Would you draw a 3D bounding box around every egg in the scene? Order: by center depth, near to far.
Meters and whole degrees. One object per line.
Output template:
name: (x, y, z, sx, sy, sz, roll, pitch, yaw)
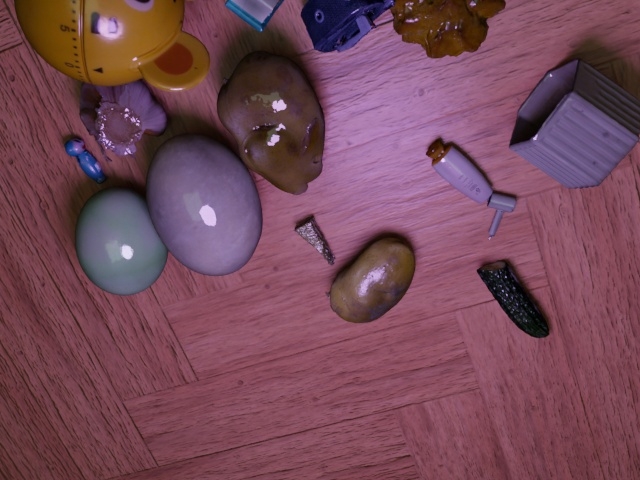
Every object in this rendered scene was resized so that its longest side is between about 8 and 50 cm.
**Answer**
egg: (-0.270, -0.081, 1.673, 0.258, 0.258, 0.352, -8, 117, 9)
egg: (-0.485, 0.002, 1.751, 0.220, 0.220, 0.269, 0, 105, 6)

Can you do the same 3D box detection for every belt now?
belt: (0.049, -0.467, 1.498, 0.218, 0.122, 0.128, -22, 91, 58)

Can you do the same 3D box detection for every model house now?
model house: (-0.131, -0.529, 1.537, 0.100, 0.149, 0.127, 36, 69, -11)

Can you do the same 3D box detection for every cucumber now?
cucumber: (0.486, 0.152, 1.793, 0.077, 0.077, 0.265, -31, 108, 18)

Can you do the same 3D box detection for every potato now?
potato: (-0.098, -0.256, 1.617, 0.218, 0.202, 0.351, -23, 123, 3)
potato: (0.133, 0.099, 1.774, 0.169, 0.143, 0.248, 20, 115, -45)

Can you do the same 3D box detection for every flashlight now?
flashlight: (-0.581, -0.196, 1.772, 0.051, 0.051, 0.129, -25, 115, 16)

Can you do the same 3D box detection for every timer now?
timer: (-0.405, -0.488, 1.470, 0.387, 0.376, 0.376, 7, 114, -6)

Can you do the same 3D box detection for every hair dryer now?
hair dryer: (0.424, -0.056, 1.734, 0.063, 0.038, 0.124, 15, 121, 1)

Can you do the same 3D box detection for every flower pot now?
flower pot: (0.546, -0.246, 1.539, 0.190, 0.239, 0.209, 31, 143, -9)

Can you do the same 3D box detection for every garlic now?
garlic: (-0.476, -0.253, 1.657, 0.207, 0.207, 0.256, 25, 121, -5)

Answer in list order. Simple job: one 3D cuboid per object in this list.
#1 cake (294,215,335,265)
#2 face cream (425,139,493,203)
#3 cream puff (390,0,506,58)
cake: (0.000, 0.000, 1.790, 0.055, 0.051, 0.140, -40, 106, 18)
face cream: (0.327, -0.161, 1.685, 0.182, 0.051, 0.072, 39, 113, -12)
cream puff: (0.258, -0.501, 1.487, 0.244, 0.196, 0.244, -12, 128, -16)
